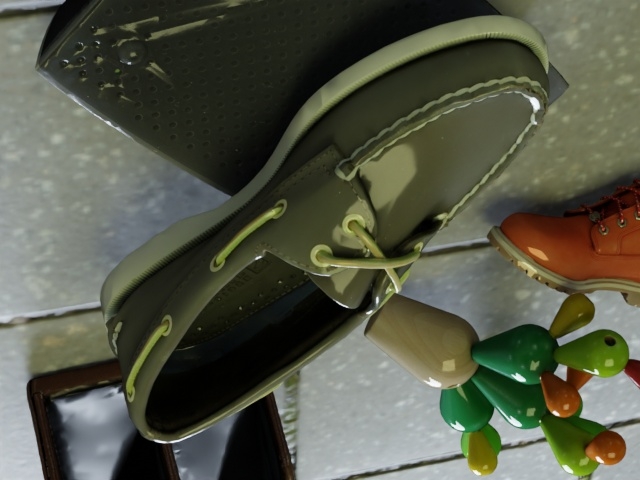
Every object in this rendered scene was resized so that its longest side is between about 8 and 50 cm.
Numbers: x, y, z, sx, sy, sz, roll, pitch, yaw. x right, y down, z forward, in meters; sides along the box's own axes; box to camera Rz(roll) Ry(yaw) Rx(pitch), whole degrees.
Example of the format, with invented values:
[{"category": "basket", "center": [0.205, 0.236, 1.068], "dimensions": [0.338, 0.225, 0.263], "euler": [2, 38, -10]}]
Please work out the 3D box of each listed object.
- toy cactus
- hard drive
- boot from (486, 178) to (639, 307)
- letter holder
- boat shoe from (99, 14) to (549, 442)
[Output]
[{"category": "toy cactus", "center": [0.119, 0.082, 0.949], "dimensions": [0.180, 0.112, 0.219], "euler": [30, 161, -5]}, {"category": "hard drive", "center": [-0.005, -0.097, 0.769], "dimensions": [0.254, 0.054, 0.172], "euler": [28, 118, -39]}, {"category": "boot", "center": [0.180, -0.009, 0.930], "dimensions": [0.158, 0.059, 0.084], "euler": [8, 120, -31]}, {"category": "letter holder", "center": [-0.084, 0.250, 0.961], "dimensions": [0.152, 0.214, 0.302], "euler": [-11, 135, -10]}, {"category": "boat shoe", "center": [0.003, 0.002, 0.763], "dimensions": [0.305, 0.091, 0.109], "euler": [-37, 136, 27]}]
